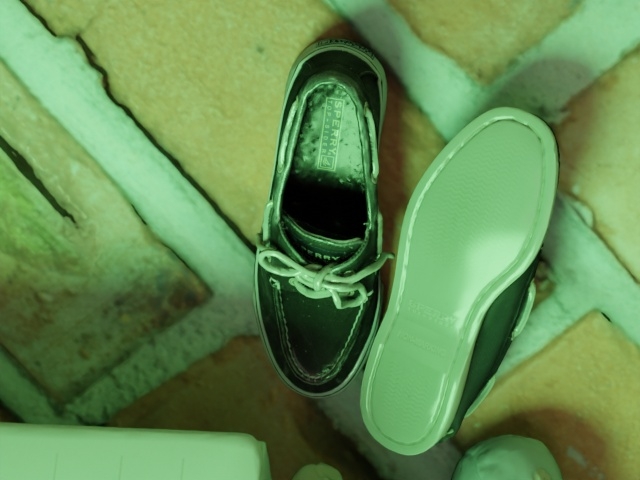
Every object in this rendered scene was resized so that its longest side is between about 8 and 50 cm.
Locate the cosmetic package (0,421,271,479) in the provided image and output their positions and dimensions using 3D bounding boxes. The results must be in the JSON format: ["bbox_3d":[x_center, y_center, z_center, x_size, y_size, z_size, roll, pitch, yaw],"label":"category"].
[{"bbox_3d":[-0.240,0.351,1.556,0.393,0.329,0.327,2,153,3],"label":"cosmetic package"}]

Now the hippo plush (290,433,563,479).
[{"bbox_3d":[0.120,0.288,1.610,0.236,0.234,0.294,-21,92,2],"label":"hippo plush"}]

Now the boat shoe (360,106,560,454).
[{"bbox_3d":[0.117,0.027,1.573,0.114,0.091,0.303,34,115,19],"label":"boat shoe"}]

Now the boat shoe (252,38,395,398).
[{"bbox_3d":[0.004,0.000,1.559,0.113,0.105,0.306,11,115,0],"label":"boat shoe"}]
